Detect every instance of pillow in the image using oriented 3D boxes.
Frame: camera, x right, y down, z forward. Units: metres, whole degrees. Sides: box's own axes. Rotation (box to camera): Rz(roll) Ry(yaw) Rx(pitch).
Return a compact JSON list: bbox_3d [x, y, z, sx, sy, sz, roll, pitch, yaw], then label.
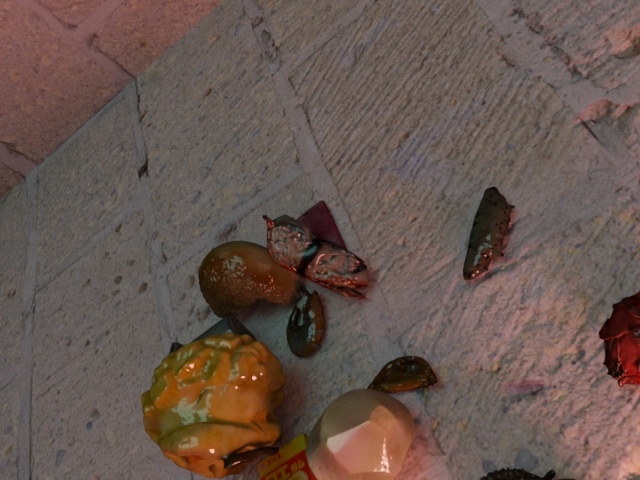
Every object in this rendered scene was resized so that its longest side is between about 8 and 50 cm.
[{"bbox_3d":[0.387,-0.019,1.536,0.093,0.051,0.241,2,63,40],"label":"pillow"}]

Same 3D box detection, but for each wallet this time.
[{"bbox_3d":[0.000,0.000,1.858,0.119,0.025,0.232,-37,48,15],"label":"wallet"}]

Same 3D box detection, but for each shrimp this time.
[{"bbox_3d":[-0.046,0.208,1.748,0.132,0.051,0.188,-11,61,34],"label":"shrimp"}]

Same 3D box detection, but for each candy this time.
[{"bbox_3d":[-0.033,0.583,1.482,0.146,0.088,0.276,-39,47,15],"label":"candy"}]

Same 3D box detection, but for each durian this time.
[{"bbox_3d":[0.350,0.474,1.235,0.188,0.091,0.148,-39,46,11],"label":"durian"}]

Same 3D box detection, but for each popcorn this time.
[{"bbox_3d":[-0.225,0.393,1.548,0.349,0.349,0.381,-50,32,3],"label":"popcorn"}]

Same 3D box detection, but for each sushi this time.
[{"bbox_3d":[-0.015,0.038,1.723,0.332,0.124,0.130,25,86,12],"label":"sushi"}]

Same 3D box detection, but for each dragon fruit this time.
[{"bbox_3d":[0.586,0.164,1.181,0.209,0.172,0.172,-48,44,17],"label":"dragon fruit"}]

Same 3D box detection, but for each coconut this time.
[{"bbox_3d":[0.085,0.414,1.406,0.197,0.237,0.237,35,88,14],"label":"coconut"}]

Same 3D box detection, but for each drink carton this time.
[{"bbox_3d":[-0.275,0.301,1.783,0.189,0.185,0.191,-41,13,4],"label":"drink carton"}]

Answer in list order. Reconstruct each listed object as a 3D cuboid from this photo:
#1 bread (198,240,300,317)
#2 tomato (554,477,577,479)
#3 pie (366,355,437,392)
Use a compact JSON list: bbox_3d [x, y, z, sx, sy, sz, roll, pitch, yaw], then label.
[{"bbox_3d":[-0.218,0.099,1.846,0.313,0.192,0.171,-3,41,32],"label":"bread"},{"bbox_3d":[0.417,0.482,1.132,0.159,0.091,0.139,-23,80,4],"label":"tomato"},{"bbox_3d":[0.186,0.301,1.516,0.191,0.033,0.088,-19,46,36],"label":"pie"}]
